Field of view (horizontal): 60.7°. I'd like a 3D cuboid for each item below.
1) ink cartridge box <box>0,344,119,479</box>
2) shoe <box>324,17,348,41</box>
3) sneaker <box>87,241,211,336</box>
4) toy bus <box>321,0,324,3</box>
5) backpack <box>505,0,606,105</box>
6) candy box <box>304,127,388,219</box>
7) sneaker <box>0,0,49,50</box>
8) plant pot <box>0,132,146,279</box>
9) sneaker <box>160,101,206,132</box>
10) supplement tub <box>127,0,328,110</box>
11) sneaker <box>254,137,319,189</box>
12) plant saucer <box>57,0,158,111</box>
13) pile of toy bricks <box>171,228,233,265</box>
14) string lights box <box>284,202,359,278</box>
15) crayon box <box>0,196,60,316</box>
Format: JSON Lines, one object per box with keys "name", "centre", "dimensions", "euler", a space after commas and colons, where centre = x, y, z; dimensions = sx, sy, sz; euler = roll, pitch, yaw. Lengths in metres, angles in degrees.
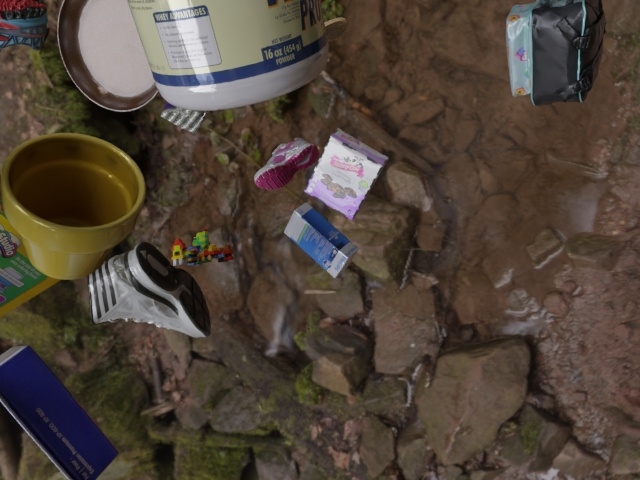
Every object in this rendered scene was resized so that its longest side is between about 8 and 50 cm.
{"name": "ink cartridge box", "centre": [-0.365, 0.224, 0.722], "dimensions": [0.176, 0.069, 0.371], "euler": [56, 151, -11]}
{"name": "shoe", "centre": [0.005, -0.736, 1.931], "dimensions": [0.219, 0.076, 0.058], "euler": [-16, 61, 38]}
{"name": "sneaker", "centre": [-0.520, 0.185, 1.628], "dimensions": [0.257, 0.448, 0.169], "euler": [-21, 50, 7]}
{"name": "toy bus", "centre": [-0.109, -0.498, 1.244], "dimensions": [0.108, 0.130, 0.333], "euler": [41, 74, 11]}
{"name": "backpack", "centre": [0.377, -0.320, 0.872], "dimensions": [0.144, 0.188, 0.166], "euler": [9, 134, 38]}
{"name": "candy box", "centre": [0.069, -0.183, 1.518], "dimensions": [0.164, 0.070, 0.196], "euler": [31, 126, 4]}
{"name": "sneaker", "centre": [-0.674, -0.415, 1.068], "dimensions": [0.125, 0.261, 0.104], "euler": [117, 145, -54]}
{"name": "plant pot", "centre": [-0.509, -0.048, 1.120], "dimensions": [0.254, 0.253, 0.239], "euler": [61, 140, 25]}
{"name": "sneaker", "centre": [-0.327, -0.385, 1.432], "dimensions": [0.293, 0.102, 0.146], "euler": [-8, 58, 62]}
{"name": "supplement tub", "centre": [-0.128, -0.346, 0.652], "dimensions": [0.235, 0.235, 0.325], "euler": [20, 135, 41]}
{"name": "sneaker", "centre": [-0.132, -0.277, 1.952], "dimensions": [0.252, 0.103, 0.111], "euler": [-33, 48, -9]}
{"name": "plant saucer", "centre": [-0.491, -0.471, 1.318], "dimensions": [0.310, 0.050, 0.311], "euler": [7, 112, 18]}
{"name": "pile of toy bricks", "centre": [-0.360, 0.016, 1.679], "dimensions": [0.212, 0.118, 0.105], "euler": [-9, 81, 41]}
{"name": "string lights box", "centre": [0.000, 0.000, 1.977], "dimensions": [0.259, 0.076, 0.133], "euler": [42, 138, 10]}
{"name": "crayon box", "centre": [-0.791, 0.051, 1.196], "dimensions": [0.313, 0.363, 0.106], "euler": [-35, 65, -12]}
